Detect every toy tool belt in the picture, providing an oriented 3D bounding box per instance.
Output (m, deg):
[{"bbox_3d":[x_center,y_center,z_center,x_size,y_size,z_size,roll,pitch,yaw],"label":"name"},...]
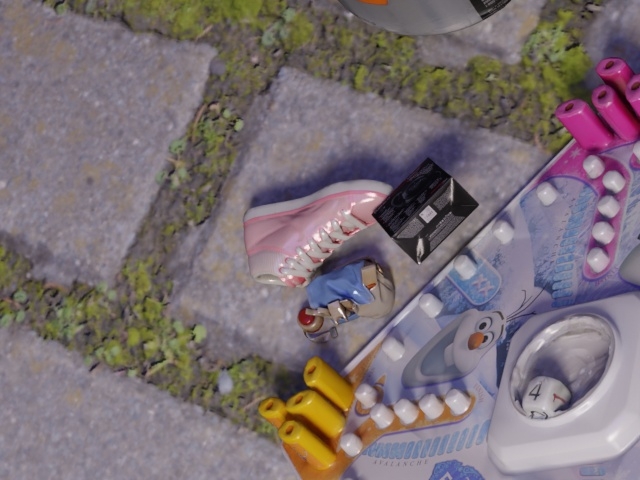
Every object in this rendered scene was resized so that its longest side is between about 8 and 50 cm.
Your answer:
[{"bbox_3d":[0.012,0.042,1.125,0.083,0.051,0.052,-25,64,15],"label":"toy tool belt"}]

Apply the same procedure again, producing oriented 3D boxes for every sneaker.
[{"bbox_3d":[0.000,0.000,1.145,0.134,0.051,0.070,-14,63,28],"label":"sneaker"}]

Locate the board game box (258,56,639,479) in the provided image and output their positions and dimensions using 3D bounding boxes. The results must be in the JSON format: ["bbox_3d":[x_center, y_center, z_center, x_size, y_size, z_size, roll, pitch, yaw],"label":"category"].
[{"bbox_3d":[0.153,0.080,0.940,0.390,0.050,0.390,-46,29,4],"label":"board game box"}]

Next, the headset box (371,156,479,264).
[{"bbox_3d":[0.074,-0.023,1.083,0.062,0.083,0.032,-45,105,3],"label":"headset box"}]

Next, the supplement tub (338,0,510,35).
[{"bbox_3d":[0.035,-0.303,1.070,0.207,0.338,0.207,-8,69,22],"label":"supplement tub"}]
